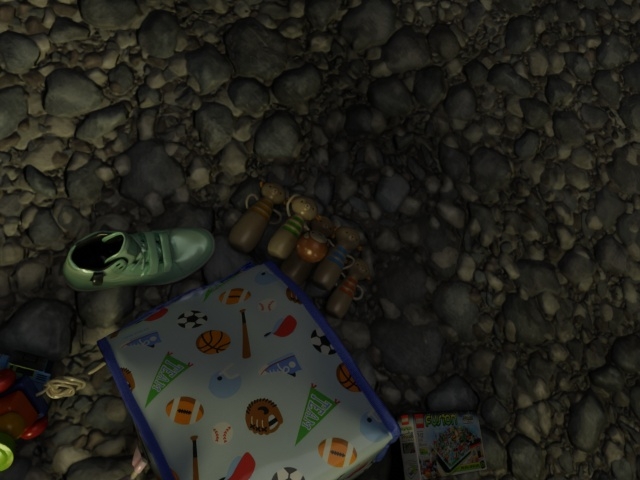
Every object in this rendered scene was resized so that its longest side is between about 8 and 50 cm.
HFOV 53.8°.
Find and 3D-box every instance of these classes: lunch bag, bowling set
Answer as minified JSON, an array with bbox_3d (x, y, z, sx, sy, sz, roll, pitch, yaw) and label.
[{"bbox_3d":[-0.124,0.241,0.983,0.328,0.238,0.385,-27,65,-22],"label":"lunch bag"},{"bbox_3d":[0.000,0.000,1.115,0.287,0.200,0.154,37,66,-12],"label":"bowling set"}]

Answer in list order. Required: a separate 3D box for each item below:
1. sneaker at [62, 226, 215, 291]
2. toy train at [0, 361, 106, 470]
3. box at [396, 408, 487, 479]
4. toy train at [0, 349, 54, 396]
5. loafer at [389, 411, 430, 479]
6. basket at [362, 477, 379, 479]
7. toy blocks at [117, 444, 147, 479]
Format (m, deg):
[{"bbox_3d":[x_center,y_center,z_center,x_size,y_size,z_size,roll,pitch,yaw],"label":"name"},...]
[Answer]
[{"bbox_3d":[-0.282,0.023,1.026,0.256,0.151,0.094,-14,81,-23],"label":"sneaker"},{"bbox_3d":[-0.410,0.244,0.837,0.248,0.143,0.105,-24,113,-3],"label":"toy train"},{"bbox_3d":[0.221,0.365,1.139,0.207,0.036,0.114,12,64,-43],"label":"box"},{"bbox_3d":[-0.493,0.208,0.936,0.184,0.080,0.105,20,90,-18],"label":"toy train"},{"bbox_3d":[0.172,0.424,1.136,0.079,0.080,0.219,11,73,-18],"label":"loafer"},{"bbox_3d":[0.028,0.540,0.992,0.289,0.201,0.254,-26,91,-20],"label":"basket"},{"bbox_3d":[-0.265,0.439,0.748,0.309,0.288,0.260,29,103,-43],"label":"toy blocks"}]
